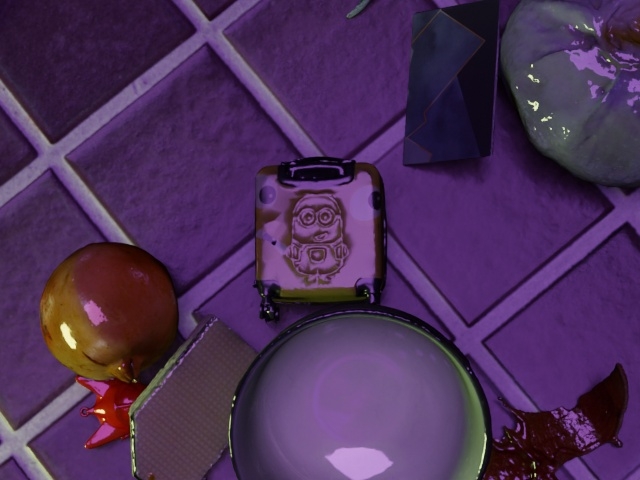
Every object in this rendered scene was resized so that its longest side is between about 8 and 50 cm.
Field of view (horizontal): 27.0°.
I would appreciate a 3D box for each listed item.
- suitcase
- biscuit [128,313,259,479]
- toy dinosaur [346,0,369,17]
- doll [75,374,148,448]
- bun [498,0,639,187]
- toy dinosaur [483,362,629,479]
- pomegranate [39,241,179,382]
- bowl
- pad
[{"bbox_3d":[0.000,0.000,1.924,0.193,0.143,0.235,-1,81,3],"label":"suitcase"},{"bbox_3d":[-0.183,0.246,1.915,0.150,0.052,0.252,41,80,-16],"label":"biscuit"},{"bbox_3d":[0.212,-0.449,2.014,0.383,0.076,0.129,-39,49,-10],"label":"toy dinosaur"},{"bbox_3d":[-0.267,0.238,1.940,0.169,0.057,0.109,-8,86,-3],"label":"doll"},{"bbox_3d":[0.432,-0.254,1.911,0.361,0.211,0.362,-1,76,5],"label":"bun"},{"bbox_3d":[0.294,0.316,1.875,0.327,0.113,0.207,-16,80,2],"label":"toy dinosaur"},{"bbox_3d":[-0.296,0.101,1.897,0.209,0.209,0.209,0,81,3],"label":"pomegranate"},{"bbox_3d":[0.056,0.238,1.835,0.353,0.185,0.354,1,104,3],"label":"bowl"},{"bbox_3d":[0.194,-0.235,1.974,0.163,0.004,0.243,-4,78,41],"label":"pad"}]
